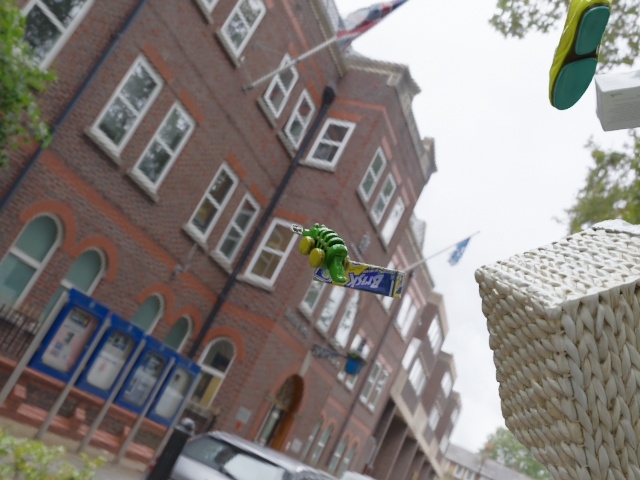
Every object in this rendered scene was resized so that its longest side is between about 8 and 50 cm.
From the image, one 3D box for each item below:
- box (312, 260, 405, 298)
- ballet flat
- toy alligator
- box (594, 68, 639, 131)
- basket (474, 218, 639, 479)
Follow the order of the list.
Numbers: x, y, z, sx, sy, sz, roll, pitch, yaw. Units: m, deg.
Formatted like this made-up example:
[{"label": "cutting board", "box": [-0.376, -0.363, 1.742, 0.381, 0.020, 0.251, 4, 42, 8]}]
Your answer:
[{"label": "box", "box": [0.075, 0.070, 1.282, 0.169, 0.054, 0.059, 10, -2, 24]}, {"label": "ballet flat", "box": [0.433, -0.328, 1.118, 0.077, 0.077, 0.231, -10, -34, -3]}, {"label": "toy alligator", "box": [0.000, 0.000, 0.990, 0.056, 0.051, 0.189, 13, 20, -30]}, {"label": "box", "box": [0.600, -0.276, 1.296, 0.102, 0.101, 0.087, -5, -60, 14]}, {"label": "basket", "box": [0.422, 0.166, 0.979, 0.267, 0.328, 0.331, -14, 8, -3]}]
